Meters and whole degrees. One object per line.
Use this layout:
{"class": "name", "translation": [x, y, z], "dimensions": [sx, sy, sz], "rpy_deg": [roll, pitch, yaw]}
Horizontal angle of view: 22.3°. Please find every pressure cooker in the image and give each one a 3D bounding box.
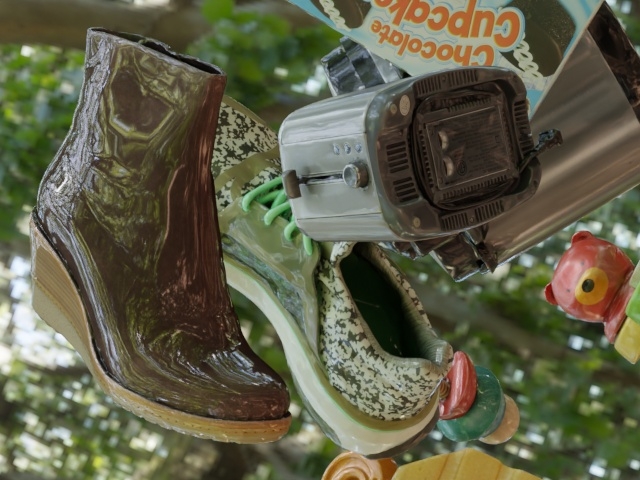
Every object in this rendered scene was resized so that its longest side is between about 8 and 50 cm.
{"class": "pressure cooker", "translation": [0.195, -0.150, 2.067], "dimensions": [0.420, 0.375, 0.370], "rpy_deg": [-31, -17, 7]}

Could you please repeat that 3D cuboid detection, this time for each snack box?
{"class": "snack box", "translation": [0.132, -0.275, 1.807], "dimensions": [0.187, 0.322, 0.060], "rpy_deg": [-60, -5, 12]}

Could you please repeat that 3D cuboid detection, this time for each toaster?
{"class": "toaster", "translation": [0.074, -0.071, 1.329], "dimensions": [0.227, 0.146, 0.129], "rpy_deg": [-19, -80, -42]}

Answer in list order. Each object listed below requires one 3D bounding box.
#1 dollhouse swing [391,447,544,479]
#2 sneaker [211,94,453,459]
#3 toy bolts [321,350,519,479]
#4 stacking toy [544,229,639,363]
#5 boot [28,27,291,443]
{"class": "dollhouse swing", "translation": [0.153, 0.280, 0.974], "dimensions": [0.315, 0.347, 0.305], "rpy_deg": [106, -171, -72]}
{"class": "sneaker", "translation": [0.000, 0.000, 1.523], "dimensions": [0.158, 0.410, 0.182], "rpy_deg": [-34, -8, -33]}
{"class": "toy bolts", "translation": [0.134, 0.248, 1.790], "dimensions": [0.158, 0.218, 0.228], "rpy_deg": [31, -116, -43]}
{"class": "stacking toy", "translation": [0.353, -0.038, 1.727], "dimensions": [0.309, 0.130, 0.279], "rpy_deg": [-60, -14, -2]}
{"class": "boot", "translation": [-0.093, -0.006, 1.023], "dimensions": [0.090, 0.248, 0.206], "rpy_deg": [-4, -63, -48]}
